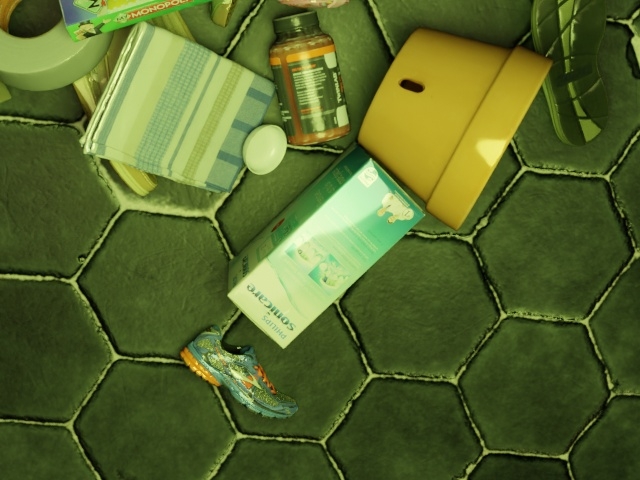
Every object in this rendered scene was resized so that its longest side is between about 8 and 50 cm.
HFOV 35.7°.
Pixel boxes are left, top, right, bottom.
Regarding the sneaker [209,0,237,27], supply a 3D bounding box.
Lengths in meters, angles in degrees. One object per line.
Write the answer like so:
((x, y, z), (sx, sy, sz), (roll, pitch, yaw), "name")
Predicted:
((-0.154, -0.429, 1.512), (0.086, 0.064, 0.192), (19, 100, -1), "sneaker")

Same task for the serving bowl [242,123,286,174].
((-0.094, -0.148, 1.582), (0.083, 0.027, 0.083), (-26, 132, -33), "serving bowl")

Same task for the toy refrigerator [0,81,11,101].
((-0.581, -0.306, 1.477), (0.094, 0.102, 0.269), (-28, 104, 2), "toy refrigerator")

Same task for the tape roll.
((-0.415, -0.332, 1.454), (0.219, 0.072, 0.219), (-1, 76, 3), "tape roll")

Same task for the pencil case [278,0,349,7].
((-0.009, -0.491, 1.477), (0.124, 0.124, 0.284), (0, 103, -5), "pencil case")

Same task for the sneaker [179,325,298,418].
((-0.124, 0.223, 1.653), (0.221, 0.083, 0.087), (35, 89, -15), "sneaker")

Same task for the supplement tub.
((-0.020, -0.251, 1.539), (0.106, 0.106, 0.197), (-13, 104, -2), "supplement tub")

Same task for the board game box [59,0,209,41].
((-0.287, -0.452, 1.414), (0.214, 0.046, 0.317), (-18, 70, -2), "board game box")

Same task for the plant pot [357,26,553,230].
((0.190, -0.187, 1.500), (0.204, 0.291, 0.290), (28, 99, 5), "plant pot")

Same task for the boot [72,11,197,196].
((-0.257, -0.218, 1.534), (0.204, 0.095, 0.261), (-24, 101, -1), "boot")

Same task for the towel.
((-0.207, -0.191, 1.497), (0.285, 0.034, 0.209), (17, 102, -46), "towel")

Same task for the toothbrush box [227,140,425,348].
((0.000, 0.000, 1.543), (0.295, 0.216, 0.126), (-44, 102, 6), "toothbrush box")

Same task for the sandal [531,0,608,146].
((0.388, -0.295, 1.584), (0.120, 0.086, 0.302), (-15, 119, -7), "sandal")
